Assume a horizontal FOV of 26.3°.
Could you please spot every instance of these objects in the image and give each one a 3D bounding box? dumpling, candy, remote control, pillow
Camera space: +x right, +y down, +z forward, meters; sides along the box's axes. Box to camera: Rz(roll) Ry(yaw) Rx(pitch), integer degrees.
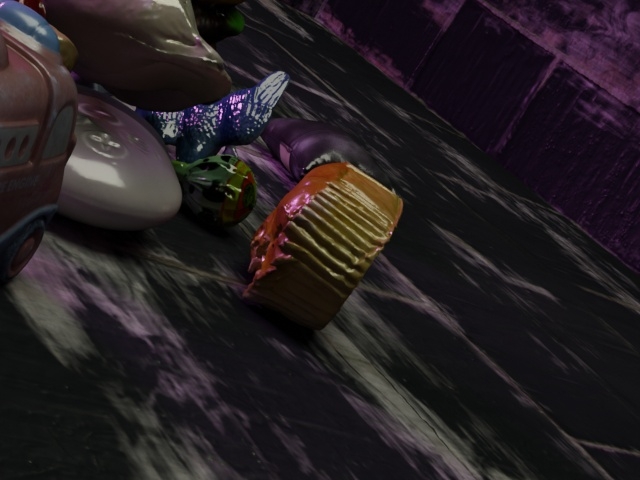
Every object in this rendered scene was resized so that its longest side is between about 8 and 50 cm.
[{"bbox_3d":[-0.270,-0.281,1.812,0.341,0.181,0.260,14,-25,-1],"label":"dumpling"},{"bbox_3d":[-0.225,-0.100,1.747,0.305,0.091,0.083,21,-20,2],"label":"candy"},{"bbox_3d":[-0.269,-0.102,1.554,0.221,0.104,0.332,20,15,-21],"label":"remote control"},{"bbox_3d":[0.007,-0.135,2.259,0.186,0.106,0.250,15,18,-29],"label":"pillow"}]

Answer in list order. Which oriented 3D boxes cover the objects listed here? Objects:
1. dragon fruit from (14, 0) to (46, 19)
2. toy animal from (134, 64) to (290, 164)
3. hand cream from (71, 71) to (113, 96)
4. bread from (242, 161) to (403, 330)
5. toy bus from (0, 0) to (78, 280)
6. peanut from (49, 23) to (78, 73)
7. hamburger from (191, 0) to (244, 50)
[{"bbox_3d":[-0.433,-0.260,1.626,0.233,0.233,0.293,19,49,-42],"label":"dragon fruit"},{"bbox_3d":[-0.158,-0.163,1.907,0.176,0.239,0.256,65,19,-65],"label":"toy animal"},{"bbox_3d":[-0.350,-0.219,1.916,0.079,0.048,0.255,28,15,8],"label":"hand cream"},{"bbox_3d":[0.000,0.000,1.622,0.133,0.179,0.250,39,22,-3],"label":"bread"},{"bbox_3d":[-0.320,-0.098,1.159,0.197,0.232,0.294,33,14,8],"label":"toy bus"},{"bbox_3d":[-0.398,-0.188,1.463,0.274,0.125,0.111,-2,56,-14],"label":"peanut"},{"bbox_3d":[-0.320,-0.471,2.377,0.395,0.277,0.396,30,12,-7],"label":"hamburger"}]
